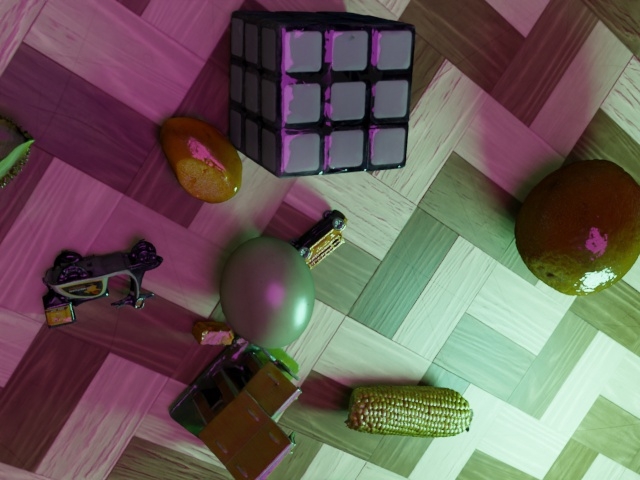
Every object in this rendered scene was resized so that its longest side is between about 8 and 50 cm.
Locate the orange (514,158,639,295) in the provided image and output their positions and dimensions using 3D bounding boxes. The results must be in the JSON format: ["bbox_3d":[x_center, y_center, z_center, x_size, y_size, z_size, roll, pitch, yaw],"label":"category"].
[{"bbox_3d":[0.689,-0.040,2.174,0.357,0.322,0.322,-49,122,-13],"label":"orange"}]

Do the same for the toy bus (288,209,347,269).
[{"bbox_3d":[0.000,0.000,1.988,0.162,0.069,0.074,-40,121,-6],"label":"toy bus"}]

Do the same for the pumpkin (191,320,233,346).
[{"bbox_3d":[-0.253,0.221,1.947,0.083,0.074,0.054,1,105,-24],"label":"pumpkin"}]

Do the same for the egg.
[{"bbox_3d":[-0.120,0.119,1.887,0.219,0.219,0.269,-10,117,-22],"label":"egg"}]

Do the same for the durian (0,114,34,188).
[{"bbox_3d":[-0.655,-0.150,1.603,0.137,0.095,0.221,44,88,4],"label":"durian"}]

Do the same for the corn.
[{"bbox_3d":[0.239,0.458,2.241,0.387,0.144,0.144,10,104,-23],"label":"corn"}]

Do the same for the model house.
[{"bbox_3d":[-0.113,0.454,1.956,0.300,0.323,0.340,-45,121,-3],"label":"model house"}]

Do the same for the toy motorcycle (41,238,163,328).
[{"bbox_3d":[-0.465,0.088,1.788,0.263,0.091,0.157,-12,122,-20],"label":"toy motorcycle"}]

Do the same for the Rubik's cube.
[{"bbox_3d":[-0.008,-0.316,1.733,0.300,0.305,0.304,-6,110,-23],"label":"Rubik's cube"}]

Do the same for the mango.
[{"bbox_3d":[-0.258,-0.180,1.781,0.141,0.102,0.217,-35,119,19],"label":"mango"}]
